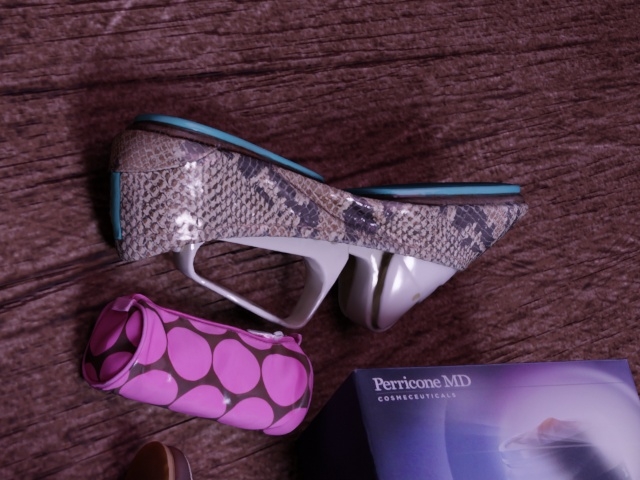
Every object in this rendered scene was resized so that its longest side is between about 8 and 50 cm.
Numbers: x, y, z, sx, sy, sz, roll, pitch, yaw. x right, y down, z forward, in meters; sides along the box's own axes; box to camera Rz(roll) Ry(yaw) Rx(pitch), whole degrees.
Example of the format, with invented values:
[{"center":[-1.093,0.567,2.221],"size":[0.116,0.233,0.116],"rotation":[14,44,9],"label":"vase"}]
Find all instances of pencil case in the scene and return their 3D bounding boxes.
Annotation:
[{"center":[-0.108,0.110,1.412],"size":[0.209,0.095,0.098],"rotation":[19,89,-38],"label":"pencil case"}]

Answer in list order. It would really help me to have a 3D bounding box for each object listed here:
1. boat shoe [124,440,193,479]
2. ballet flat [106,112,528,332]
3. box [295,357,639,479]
[{"center":[-0.132,0.277,1.320],"size":[0.073,0.073,0.207],"rotation":[22,63,-38],"label":"boat shoe"},{"center":[0.000,0.000,1.549],"size":[0.483,0.164,0.182],"rotation":[9,86,-35],"label":"ballet flat"},{"center":[0.162,0.275,1.436],"size":[0.296,0.182,0.294],"rotation":[-1,59,-23],"label":"box"}]
